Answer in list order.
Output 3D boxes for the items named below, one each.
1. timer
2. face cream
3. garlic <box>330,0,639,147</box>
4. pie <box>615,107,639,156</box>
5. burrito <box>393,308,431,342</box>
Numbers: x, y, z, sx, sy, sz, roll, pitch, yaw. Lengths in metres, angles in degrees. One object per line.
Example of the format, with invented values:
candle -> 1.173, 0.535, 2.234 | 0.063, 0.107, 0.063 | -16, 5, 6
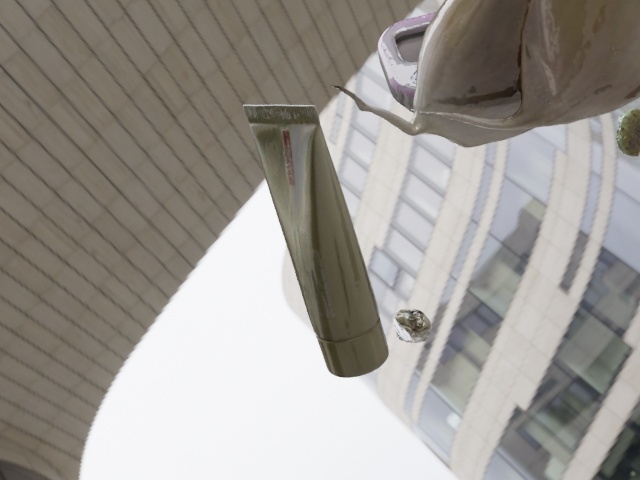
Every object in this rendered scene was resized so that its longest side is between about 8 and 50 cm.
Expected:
timer -> 0.197, -0.267, 1.369 | 0.209, 0.190, 0.069 | -13, -42, 0
face cream -> 0.000, 0.000, 1.092 | 0.084, 0.137, 0.341 | -31, -65, -31
garlic -> 0.226, -0.205, 0.908 | 0.246, 0.231, 0.340 | 29, -81, -42
pie -> 0.536, -0.185, 1.580 | 0.084, 0.020, 0.084 | -6, -80, -34
burrito -> 0.139, 0.130, 1.395 | 0.188, 0.058, 0.045 | 70, -149, -76
